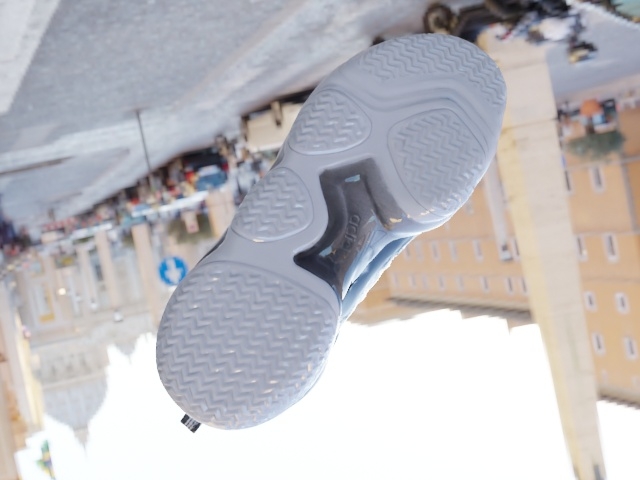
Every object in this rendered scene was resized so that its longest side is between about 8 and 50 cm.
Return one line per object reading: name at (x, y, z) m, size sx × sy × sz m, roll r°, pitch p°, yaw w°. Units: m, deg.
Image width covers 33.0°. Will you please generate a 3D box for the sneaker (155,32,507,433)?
sneaker at (0.000, 0.000, 0.628) m, size 0.268 × 0.101 × 0.153 m, roll -51°, pitch 177°, yaw -21°
